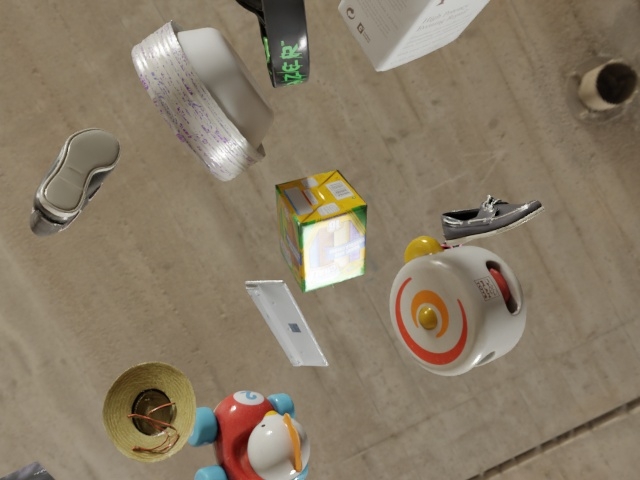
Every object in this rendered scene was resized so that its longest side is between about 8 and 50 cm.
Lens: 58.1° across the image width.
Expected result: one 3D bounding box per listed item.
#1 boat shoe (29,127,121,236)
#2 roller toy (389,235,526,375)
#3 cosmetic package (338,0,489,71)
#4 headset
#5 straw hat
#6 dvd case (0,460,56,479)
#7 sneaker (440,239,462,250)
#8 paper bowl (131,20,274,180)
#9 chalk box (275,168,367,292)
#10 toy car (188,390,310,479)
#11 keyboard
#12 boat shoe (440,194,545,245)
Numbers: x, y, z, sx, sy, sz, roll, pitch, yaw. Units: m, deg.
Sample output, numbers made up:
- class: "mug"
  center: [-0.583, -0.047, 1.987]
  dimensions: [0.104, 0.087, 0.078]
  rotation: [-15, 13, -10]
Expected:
- class: "boat shoe"
  center: [-0.525, -0.132, 1.225]
  dimensions: [0.112, 0.095, 0.335]
  rotation: [37, -150, -22]
- class: "roller toy"
  center: [0.211, 0.108, 0.918]
  dimensions: [0.191, 0.146, 0.209]
  rotation: [25, 117, 46]
- class: "cosmetic package"
  center: [0.116, -0.253, 0.487]
  dimensions: [0.085, 0.117, 0.231]
  rotation: [58, 156, 3]
- class: "headset"
  center: [-0.098, -0.388, 0.732]
  dimensions: [0.243, 0.185, 0.394]
  rotation: [105, 156, -81]
- class: "straw hat"
  center: [-0.253, 0.261, 0.871]
  dimensions: [0.061, 0.144, 0.144]
  rotation: [103, 143, -67]
- class: "dvd case"
  center: [-0.466, 0.403, 0.805]
  dimensions: [0.221, 0.164, 0.018]
  rotation: [-16, -61, -49]
- class: "sneaker"
  center: [0.299, 0.043, 1.231]
  dimensions: [0.057, 0.047, 0.119]
  rotation: [-11, -132, -49]
- class: "paper bowl"
  center: [-0.192, -0.261, 1.037]
  dimensions: [0.284, 0.148, 0.284]
  rotation: [56, -172, -12]
- class: "chalk box"
  center: [0.000, 0.000, 1.076]
  dimensions: [0.132, 0.132, 0.213]
  rotation: [-124, 25, -45]
- class: "toy car"
  center: [-0.097, 0.366, 1.066]
  dimensions: [0.219, 0.238, 0.210]
  rotation: [2, -117, -38]
- class: "keyboard"
  center: [-0.054, 0.152, 1.015]
  dimensions: [0.256, 0.072, 0.014]
  rotation: [67, -157, -43]
- class: "boat shoe"
  center: [0.288, -0.043, 0.999]
  dimensions: [0.206, 0.075, 0.065]
  rotation: [-22, 90, 54]
